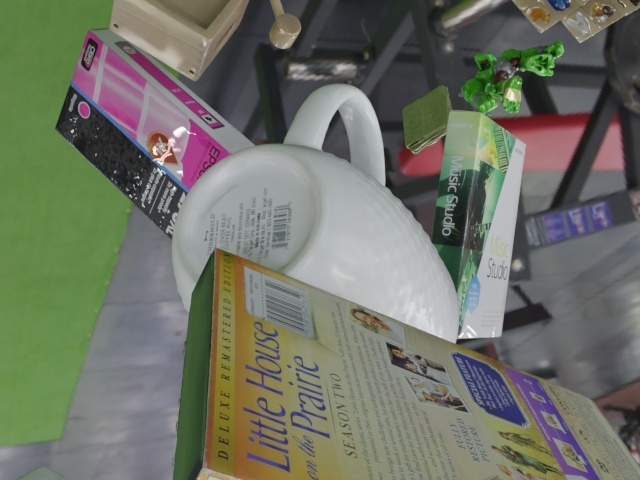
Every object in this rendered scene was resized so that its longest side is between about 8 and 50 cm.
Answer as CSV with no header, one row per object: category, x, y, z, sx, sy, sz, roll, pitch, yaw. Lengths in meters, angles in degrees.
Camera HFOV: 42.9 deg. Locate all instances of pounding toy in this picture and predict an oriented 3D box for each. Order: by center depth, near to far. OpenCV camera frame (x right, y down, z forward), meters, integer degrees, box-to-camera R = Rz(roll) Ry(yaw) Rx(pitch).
pounding toy,-0.129,-0.291,1.039,0.206,0.181,0.094,31,146,-5

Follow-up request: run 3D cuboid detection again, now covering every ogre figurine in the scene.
ogre figurine,0.331,-0.294,1.451,0.097,0.118,0.197,36,87,-31

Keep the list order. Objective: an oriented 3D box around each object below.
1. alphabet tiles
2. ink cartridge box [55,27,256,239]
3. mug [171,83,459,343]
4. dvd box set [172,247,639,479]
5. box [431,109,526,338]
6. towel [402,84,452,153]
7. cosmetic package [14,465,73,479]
alphabet tiles,0.404,-0.509,1.421,0.011,0.342,0.285,-47,-171,-26
ink cartridge box,-0.208,-0.118,1.125,0.069,0.371,0.176,-29,155,-55
mug,0.000,0.000,0.939,0.276,0.374,0.328,6,159,26
dvd box set,0.093,0.165,0.646,0.420,0.307,0.062,23,109,-16
box,0.236,-0.014,1.229,0.058,0.322,0.232,6,178,30
towel,0.212,-0.238,1.599,0.110,0.148,0.027,-29,128,23
cosmetic package,-0.364,0.448,1.233,0.231,0.117,0.085,19,-174,11
